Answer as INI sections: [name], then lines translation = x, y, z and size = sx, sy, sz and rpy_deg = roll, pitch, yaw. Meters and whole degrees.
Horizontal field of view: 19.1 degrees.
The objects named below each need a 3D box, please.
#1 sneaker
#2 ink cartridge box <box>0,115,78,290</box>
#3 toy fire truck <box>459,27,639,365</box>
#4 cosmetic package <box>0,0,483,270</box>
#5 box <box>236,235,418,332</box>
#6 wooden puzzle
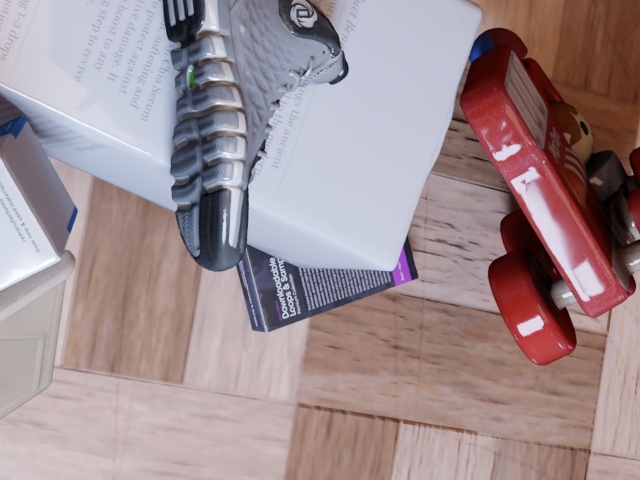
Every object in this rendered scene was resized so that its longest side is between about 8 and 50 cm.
[sneaker]
translation = -0.035, -0.094, 1.349
size = 0.132, 0.086, 0.228
rpy_deg = -2, 89, -31
[ink cartridge box]
translation = -0.278, 0.007, 1.291
size = 0.203, 0.148, 0.086
rpy_deg = -27, 104, 5
[toy fire truck]
translation = 0.205, -0.059, 1.617
size = 0.169, 0.302, 0.254
rpy_deg = -27, 103, 17
[cosmetic package]
translation = -0.124, -0.162, 1.440
size = 0.453, 0.161, 0.230
rpy_deg = 25, 77, -25
[box]
translation = 0.000, 0.000, 1.615
size = 0.162, 0.029, 0.116
rpy_deg = -18, 99, -32
[wooden puzzle]
translation = -0.278, 0.107, 1.337
size = 0.221, 0.238, 0.044
rpy_deg = -34, 76, -27
